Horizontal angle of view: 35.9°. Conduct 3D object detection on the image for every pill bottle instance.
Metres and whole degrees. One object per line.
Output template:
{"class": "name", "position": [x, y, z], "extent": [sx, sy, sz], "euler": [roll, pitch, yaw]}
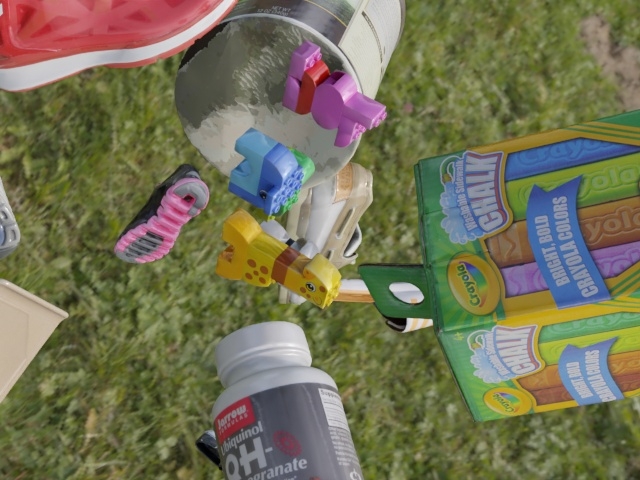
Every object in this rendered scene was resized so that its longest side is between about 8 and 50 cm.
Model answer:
{"class": "pill bottle", "position": [-0.045, 0.275, 1.304], "extent": [0.176, 0.176, 0.318], "euler": [5, 54, -35]}

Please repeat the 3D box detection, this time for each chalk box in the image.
{"class": "chalk box", "position": [0.181, 0.032, 0.843], "extent": [0.180, 0.289, 0.179], "euler": [59, 22, -51]}

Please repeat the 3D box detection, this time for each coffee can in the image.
{"class": "coffee can", "position": [-0.023, -0.210, 1.109], "extent": [0.201, 0.201, 0.275], "euler": [40, 35, -14]}

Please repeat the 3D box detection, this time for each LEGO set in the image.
{"class": "LEGO set", "position": [-0.013, -0.013, 0.708], "extent": [0.093, 0.227, 0.087], "euler": [30, 48, 14]}

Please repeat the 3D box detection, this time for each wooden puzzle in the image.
{"class": "wooden puzzle", "position": [-0.602, 0.188, 1.807], "extent": [0.044, 0.221, 0.239], "euler": [37, 85, 29]}

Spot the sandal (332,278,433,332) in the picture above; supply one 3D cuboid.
{"class": "sandal", "position": [0.110, 0.107, 1.541], "extent": [0.265, 0.102, 0.076], "euler": [2, 77, -13]}

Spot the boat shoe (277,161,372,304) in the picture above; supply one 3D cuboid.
{"class": "boat shoe", "position": [0.000, 0.000, 1.252], "extent": [0.103, 0.302, 0.113], "euler": [1, 63, -6]}

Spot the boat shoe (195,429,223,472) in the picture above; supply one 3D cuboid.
{"class": "boat shoe", "position": [-0.174, 0.410, 1.825], "extent": [0.142, 0.049, 0.040], "euler": [39, 37, 17]}

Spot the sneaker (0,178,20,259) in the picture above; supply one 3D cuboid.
{"class": "sneaker", "position": [-0.425, -0.112, 1.082], "extent": [0.111, 0.297, 0.129], "euler": [-18, 37, -10]}

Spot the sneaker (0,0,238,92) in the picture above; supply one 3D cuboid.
{"class": "sneaker", "position": [-0.176, -0.197, 0.744], "extent": [0.128, 0.221, 0.087], "euler": [66, 3, -52]}

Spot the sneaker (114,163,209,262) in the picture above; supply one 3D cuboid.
{"class": "sneaker", "position": [-0.154, -0.027, 0.946], "extent": [0.047, 0.119, 0.057], "euler": [34, 23, -37]}
